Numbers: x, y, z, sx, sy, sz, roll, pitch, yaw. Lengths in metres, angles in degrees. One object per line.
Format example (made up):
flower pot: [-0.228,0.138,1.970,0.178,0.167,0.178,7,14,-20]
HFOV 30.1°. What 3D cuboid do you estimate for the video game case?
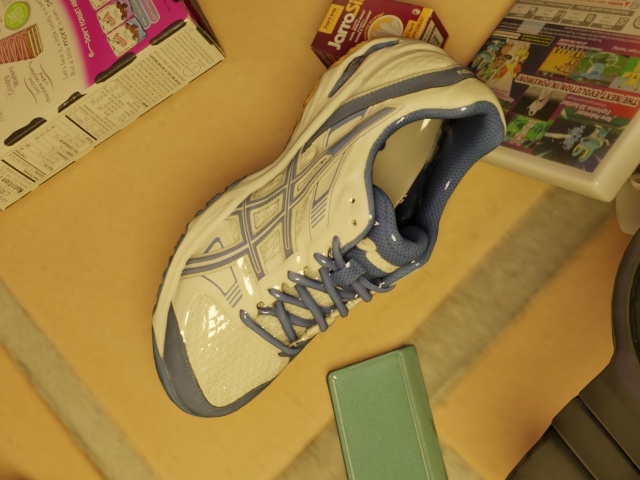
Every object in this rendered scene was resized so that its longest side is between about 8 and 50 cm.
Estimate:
video game case: [0.172,-0.121,0.771,0.183,0.023,0.201,-53,29,-4]

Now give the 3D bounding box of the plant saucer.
plant saucer: [0.049,0.161,0.761,0.067,0.018,0.192,-21,62,15]

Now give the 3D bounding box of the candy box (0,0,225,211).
candy box: [-0.213,-0.155,0.983,0.233,0.071,0.159,-32,59,8]

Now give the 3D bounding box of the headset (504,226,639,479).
headset: [0.251,0.047,0.546,0.185,0.243,0.394,52,125,23]

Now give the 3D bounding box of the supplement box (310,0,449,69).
supplement box: [0.044,-0.147,0.881,0.083,0.043,0.055,19,78,30]

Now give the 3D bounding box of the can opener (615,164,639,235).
can opener: [0.295,-0.015,0.679,0.283,0.095,0.076,17,77,36]

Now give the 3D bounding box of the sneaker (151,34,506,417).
sneaker: [0.000,0.000,0.768,0.296,0.112,0.131,-56,35,3]
